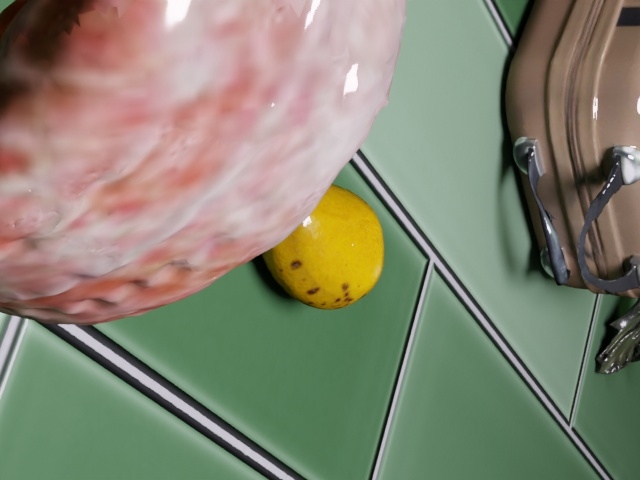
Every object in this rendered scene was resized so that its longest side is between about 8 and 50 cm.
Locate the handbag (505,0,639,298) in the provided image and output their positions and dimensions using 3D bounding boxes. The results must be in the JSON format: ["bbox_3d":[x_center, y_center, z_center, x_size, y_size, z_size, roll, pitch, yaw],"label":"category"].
[{"bbox_3d":[0.263,-0.074,1.289,0.283,0.149,0.302,-60,146,-35],"label":"handbag"}]

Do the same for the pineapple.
[{"bbox_3d":[0.376,0.019,1.558,0.130,0.119,0.277,7,91,-81],"label":"pineapple"}]

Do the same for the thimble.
[{"bbox_3d":[-0.106,-0.092,0.482,0.162,0.239,0.239,25,73,-63],"label":"thimble"}]

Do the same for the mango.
[{"bbox_3d":[0.000,0.000,0.890,0.114,0.057,0.079,45,63,-52],"label":"mango"}]
